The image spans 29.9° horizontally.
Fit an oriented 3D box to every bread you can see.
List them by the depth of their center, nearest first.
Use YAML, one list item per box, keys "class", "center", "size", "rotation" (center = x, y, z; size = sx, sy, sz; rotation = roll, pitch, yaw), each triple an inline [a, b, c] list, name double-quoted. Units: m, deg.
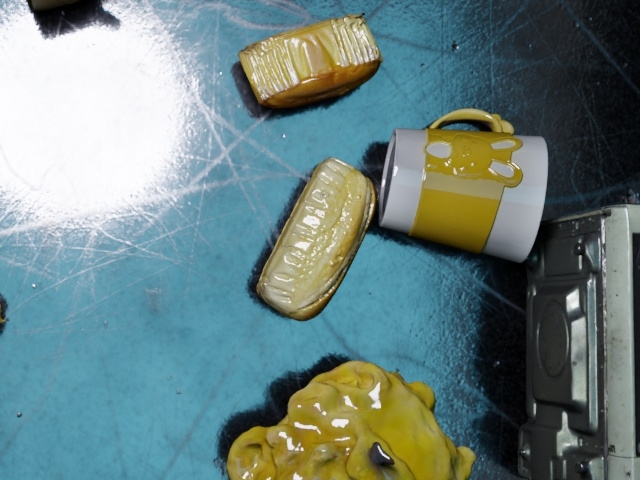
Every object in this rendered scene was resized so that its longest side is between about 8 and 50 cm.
- class: "bread"
  center: [0.000, 0.000, 1.692]
  size: [0.106, 0.140, 0.236]
  rotation: [27, 84, -4]
- class: "bread"
  center: [-0.011, -0.251, 1.706]
  size: [0.191, 0.132, 0.114]
  rotation: [-22, 93, -8]

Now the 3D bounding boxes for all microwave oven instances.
- class: "microwave oven"
  center: [0.428, 0.158, 1.657]
  size: [0.247, 0.333, 0.394]
  rotation: [1, 86, -14]

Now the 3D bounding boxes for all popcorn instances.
- class: "popcorn"
  center: [0.054, 0.321, 1.632]
  size: [0.316, 0.281, 0.297]
  rotation: [-35, 76, -21]

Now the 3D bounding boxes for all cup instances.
- class: "cup"
  center: [0.205, -0.095, 1.729]
  size: [0.226, 0.185, 0.241]
  rotation: [8, 55, -4]

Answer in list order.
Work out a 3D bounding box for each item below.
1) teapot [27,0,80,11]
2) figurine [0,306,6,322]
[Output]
- class: "teapot"
  center: [-0.344, -0.430, 1.640]
  size: [0.175, 0.185, 0.267]
  rotation: [-19, 55, -15]
- class: "figurine"
  center: [-0.502, 0.067, 1.623]
  size: [0.156, 0.131, 0.246]
  rotation: [2, 76, -24]
